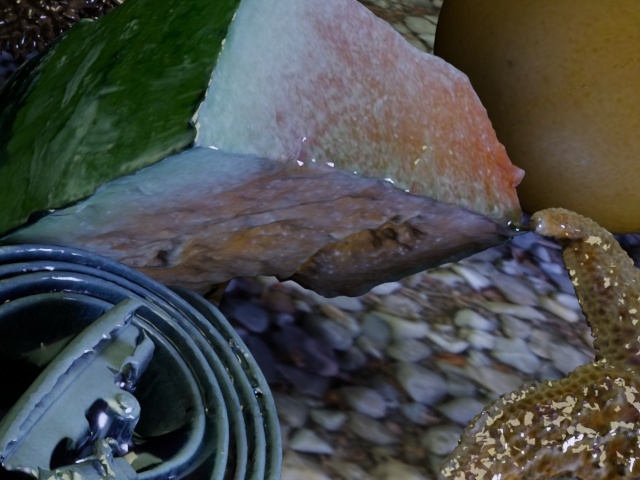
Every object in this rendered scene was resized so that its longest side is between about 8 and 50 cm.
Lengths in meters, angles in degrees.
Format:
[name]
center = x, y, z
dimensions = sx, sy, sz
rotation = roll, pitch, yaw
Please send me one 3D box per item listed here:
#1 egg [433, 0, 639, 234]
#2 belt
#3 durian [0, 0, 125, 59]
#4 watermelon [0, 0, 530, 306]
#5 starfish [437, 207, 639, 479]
[egg]
center = 0.220, -0.133, 1.386
dimensions = 0.250, 0.250, 0.322
rotation = 34, 29, 22
[belt]
center = -0.120, 0.097, 0.922
dimensions = 0.206, 0.116, 0.267
rotation = 28, 31, -7
[durian]
center = -0.195, -0.166, 1.340
dimensions = 0.188, 0.091, 0.148
rotation = 14, 22, 38
[watermelon]
center = -0.072, -0.053, 1.092
dimensions = 0.302, 0.264, 0.151
rotation = 7, 68, -44
[starfish]
center = 0.202, 0.118, 1.027
dimensions = 0.302, 0.060, 0.299
rotation = 10, 59, -11
